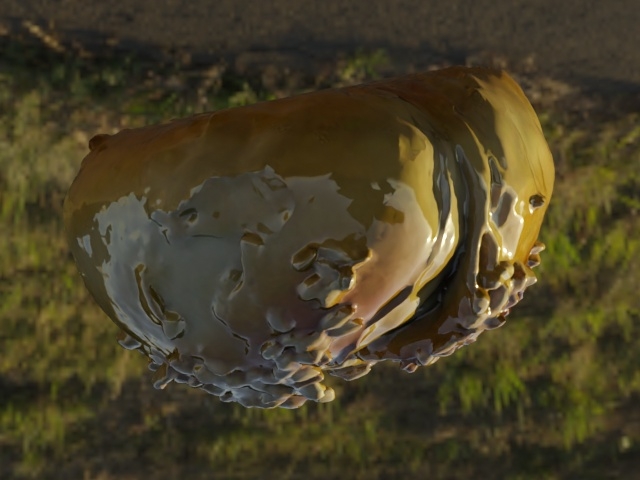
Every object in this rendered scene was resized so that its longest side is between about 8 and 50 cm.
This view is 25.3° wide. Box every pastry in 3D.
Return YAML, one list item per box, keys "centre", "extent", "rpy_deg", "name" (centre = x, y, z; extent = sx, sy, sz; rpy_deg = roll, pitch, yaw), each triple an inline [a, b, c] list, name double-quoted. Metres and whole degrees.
- centre: [0.000, 0.000, 0.886]
  extent: [0.284, 0.184, 0.316]
  rpy_deg: [-6, -173, 40]
  name: "pastry"
